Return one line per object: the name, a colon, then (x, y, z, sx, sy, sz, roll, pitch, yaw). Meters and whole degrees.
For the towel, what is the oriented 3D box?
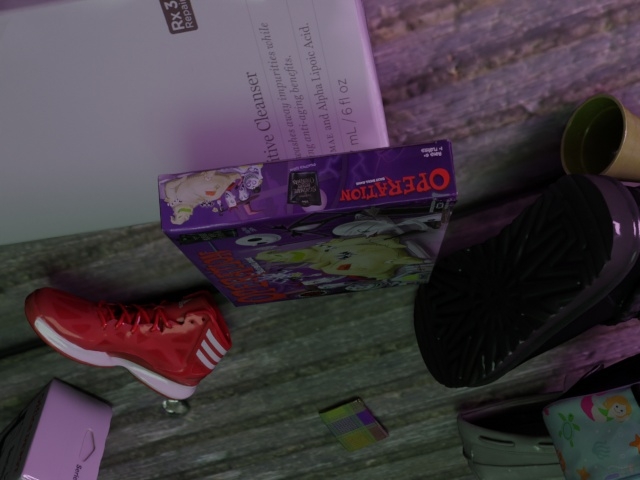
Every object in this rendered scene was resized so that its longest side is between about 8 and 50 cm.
towel: (0.041, 0.228, 1.131, 0.060, 0.009, 0.083, -25, 124, 19)

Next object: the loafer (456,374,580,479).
loafer: (0.307, 0.206, 1.037, 0.319, 0.112, 0.111, -21, 109, 24)

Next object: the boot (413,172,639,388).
boot: (0.277, 0.049, 0.918, 0.260, 0.131, 0.348, -1, 157, -29)

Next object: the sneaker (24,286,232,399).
sneaker: (-0.190, 0.078, 0.979, 0.221, 0.087, 0.128, 30, 115, -36)

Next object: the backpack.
backpack: (0.347, 0.177, 0.855, 0.253, 0.191, 0.225, -21, 165, 34)

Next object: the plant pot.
plant pot: (0.280, -0.086, 0.848, 0.079, 0.083, 0.083, 11, 129, -25)

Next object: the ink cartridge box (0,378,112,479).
ink cartridge box: (-0.346, 0.285, 1.085, 0.087, 0.153, 0.208, 34, 120, -23)

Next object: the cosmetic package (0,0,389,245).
cosmetic package: (-0.150, -0.137, 0.749, 0.385, 0.156, 0.217, -11, 130, 7)

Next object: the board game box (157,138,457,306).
board game box: (0.000, 0.000, 0.792, 0.208, 0.056, 0.347, -3, 167, 3)
